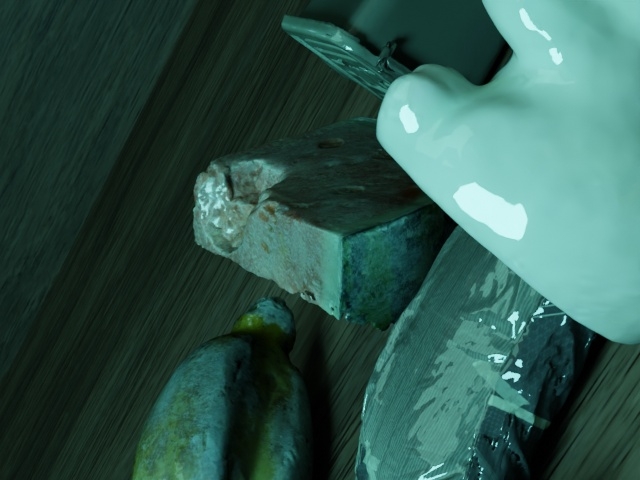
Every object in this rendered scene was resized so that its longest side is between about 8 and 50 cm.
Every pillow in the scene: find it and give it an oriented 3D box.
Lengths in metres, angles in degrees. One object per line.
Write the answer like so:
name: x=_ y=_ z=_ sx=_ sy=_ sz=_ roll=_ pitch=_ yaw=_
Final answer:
pillow: x=0.117 y=0.077 z=0.920 sx=0.161 sy=0.092 sz=0.335 roll=30 pitch=94 yaw=59

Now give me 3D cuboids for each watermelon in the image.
watermelon: x=0.000 y=0.000 z=1.172 sx=0.318 sy=0.226 sz=0.148 roll=-85 pitch=-3 yaw=-70

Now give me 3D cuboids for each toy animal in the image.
toy animal: x=0.217 y=-0.126 z=0.728 sx=0.367 sy=0.241 sz=0.196 roll=-61 pitch=-19 yaw=10

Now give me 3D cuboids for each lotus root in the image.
lotus root: x=-0.083 y=0.179 z=1.251 sx=0.140 sy=0.158 sz=0.322 roll=-54 pitch=15 yaw=33

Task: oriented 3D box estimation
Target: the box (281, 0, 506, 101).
box: x=0.080 y=-0.204 z=1.281 sx=0.135 sy=0.163 sz=0.243 roll=-56 pitch=18 yaw=2
